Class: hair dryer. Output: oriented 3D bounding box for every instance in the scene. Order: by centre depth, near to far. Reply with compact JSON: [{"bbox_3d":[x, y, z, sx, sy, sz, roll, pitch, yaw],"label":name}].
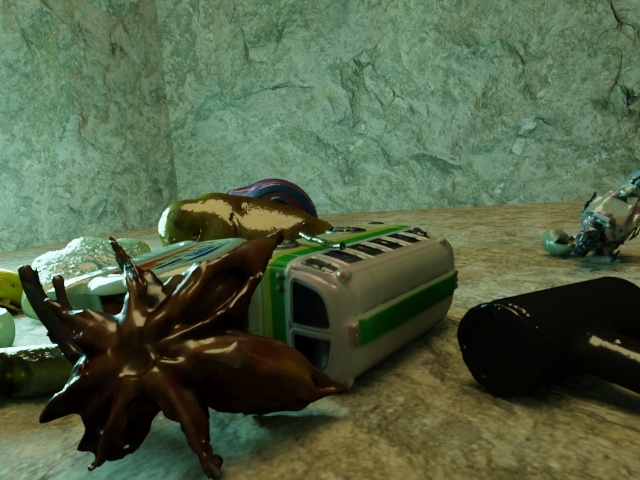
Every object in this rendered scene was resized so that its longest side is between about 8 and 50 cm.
[{"bbox_3d":[0.279,0.110,0.391,0.197,0.089,0.251,-6,16,-28],"label":"hair dryer"}]

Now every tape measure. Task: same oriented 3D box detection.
[{"bbox_3d":[-0.219,0.082,0.671,0.246,0.125,0.243,-4,14,24],"label":"tape measure"},{"bbox_3d":[-0.131,-0.036,1.129,0.245,0.232,0.149,-2,6,-14],"label":"tape measure"}]

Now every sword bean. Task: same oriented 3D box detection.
[{"bbox_3d":[0.000,0.000,0.512,0.012,0.012,0.083,-10,16,-34],"label":"sword bean"}]

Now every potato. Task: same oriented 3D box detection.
[{"bbox_3d":[-0.150,0.005,0.963,0.368,0.177,0.195,5,31,0],"label":"potato"}]

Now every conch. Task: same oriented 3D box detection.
[{"bbox_3d":[0.539,0.008,1.036,0.076,0.057,0.085,22,36,19],"label":"conch"}]

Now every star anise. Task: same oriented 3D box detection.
[{"bbox_3d":[-0.147,0.078,0.413,0.346,0.148,0.237,11,55,18],"label":"star anise"}]

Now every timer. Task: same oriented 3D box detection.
[{"bbox_3d":[-0.625,0.089,0.916,0.107,0.109,0.107,4,-34,2],"label":"timer"}]

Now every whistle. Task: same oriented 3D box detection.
[{"bbox_3d":[-0.281,0.139,0.512,0.326,0.057,0.068,-5,7,-7],"label":"whistle"}]

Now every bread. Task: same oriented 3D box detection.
[{"bbox_3d":[-0.453,0.057,0.926,0.286,0.056,0.207,-18,45,-41],"label":"bread"}]

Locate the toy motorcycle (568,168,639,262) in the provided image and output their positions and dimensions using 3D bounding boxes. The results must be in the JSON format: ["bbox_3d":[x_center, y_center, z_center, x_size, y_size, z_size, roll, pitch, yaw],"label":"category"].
[{"bbox_3d":[0.592,-0.060,0.928,0.108,0.204,0.239,31,22,18],"label":"toy motorcycle"}]

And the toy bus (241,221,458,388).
[{"bbox_3d":[0.051,0.061,0.584,0.179,0.143,0.305,4,11,39],"label":"toy bus"}]

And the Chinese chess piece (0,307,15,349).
[{"bbox_3d":[-0.520,0.141,0.653,0.144,0.059,0.144,-5,6,1],"label":"Chinese chess piece"}]
